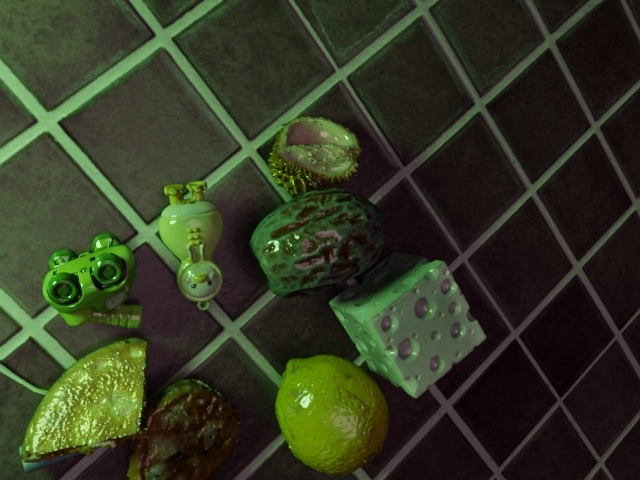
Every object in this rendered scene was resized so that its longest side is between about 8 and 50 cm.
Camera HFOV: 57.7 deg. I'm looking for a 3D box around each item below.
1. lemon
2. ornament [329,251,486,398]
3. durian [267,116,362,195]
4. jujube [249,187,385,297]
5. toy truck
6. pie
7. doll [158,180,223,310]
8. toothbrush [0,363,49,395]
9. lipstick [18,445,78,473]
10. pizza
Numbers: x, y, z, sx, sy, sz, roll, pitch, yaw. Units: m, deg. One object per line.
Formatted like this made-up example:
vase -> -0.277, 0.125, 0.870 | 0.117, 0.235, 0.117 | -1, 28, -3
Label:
lemon -> 0.022, 0.410, 1.396 | 0.258, 0.258, 0.310 | -40, 85, -14
ornament -> 0.212, 0.199, 1.456 | 0.239, 0.240, 0.240 | -37, 107, -15
durian -> -0.017, -0.195, 1.386 | 0.249, 0.183, 0.138 | -13, 136, -24
jujube -> 0.004, 0.008, 1.351 | 0.308, 0.246, 0.215 | -26, 62, -7
toy truck -> -0.478, 0.106, 1.224 | 0.187, 0.148, 0.210 | -8, 119, -20
pie -> -0.314, 0.456, 1.328 | 0.308, 0.085, 0.308 | -6, 99, -40
doll -> -0.279, 0.017, 1.301 | 0.141, 0.117, 0.296 | -12, 99, -18
toothbrush -> -0.613, 0.309, 1.245 | 0.263, 0.022, 0.026 | 42, 67, -21
lipstick -> -0.505, 0.426, 1.277 | 0.274, 0.068, 0.061 | -16, 103, -27
pizza -> -0.464, 0.355, 1.231 | 0.226, 0.086, 0.335 | 36, 62, 12
